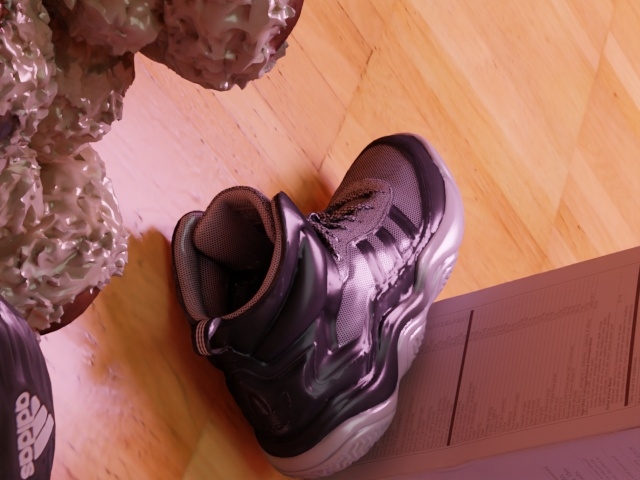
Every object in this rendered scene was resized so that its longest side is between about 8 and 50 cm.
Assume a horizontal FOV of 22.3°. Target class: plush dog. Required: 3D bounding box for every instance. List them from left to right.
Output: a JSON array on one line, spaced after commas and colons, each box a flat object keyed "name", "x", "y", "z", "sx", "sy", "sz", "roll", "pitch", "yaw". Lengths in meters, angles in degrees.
[{"name": "plush dog", "x": -0.165, "y": -0.091, "z": 0.730, "sx": 0.210, "sy": 0.262, "sz": 0.225, "roll": 44, "pitch": 16, "yaw": 14}]

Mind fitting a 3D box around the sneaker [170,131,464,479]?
[{"name": "sneaker", "x": 0.000, "y": 0.000, "z": 0.994, "sx": 0.153, "sy": 0.101, "sz": 0.268, "roll": 51, "pitch": 42, "yaw": -33}]

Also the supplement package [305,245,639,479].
[{"name": "supplement package", "x": 0.133, "y": 0.115, "z": 1.006, "sx": 0.134, "sy": 0.244, "sz": 0.139, "roll": 45, "pitch": 44, "yaw": -33}]

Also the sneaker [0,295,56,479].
[{"name": "sneaker", "x": -0.316, "y": 0.090, "z": 0.427, "sx": 0.447, "sy": 0.257, "sz": 0.169, "roll": -19, "pitch": 117, "yaw": -48}]
